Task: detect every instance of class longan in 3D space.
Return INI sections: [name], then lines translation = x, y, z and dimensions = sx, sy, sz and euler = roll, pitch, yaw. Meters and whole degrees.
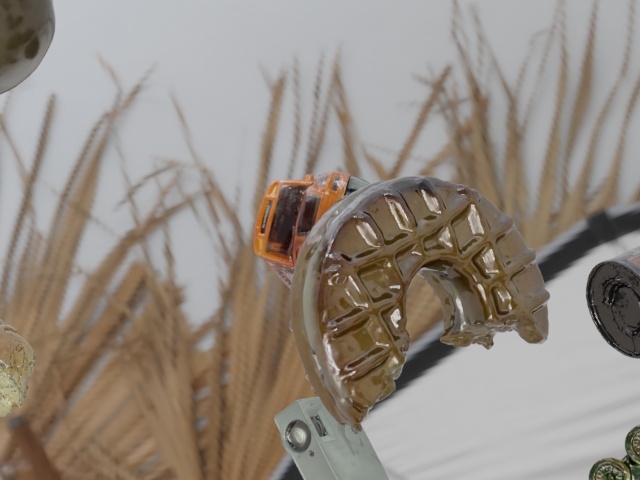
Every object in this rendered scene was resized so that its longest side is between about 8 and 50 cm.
[longan]
translation = -0.435, -0.272, 1.656
dimensions = 0.248, 0.248, 0.248
euler = -23, 90, -82

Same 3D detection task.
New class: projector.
[projector]
translation = 0.014, 0.280, 1.869
dimensions = 0.115, 0.061, 0.147
euler = 2, 55, -58

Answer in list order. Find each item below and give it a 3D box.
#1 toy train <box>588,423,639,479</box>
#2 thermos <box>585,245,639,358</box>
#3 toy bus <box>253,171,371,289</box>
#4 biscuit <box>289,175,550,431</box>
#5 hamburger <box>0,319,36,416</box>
[toy train]
translation = 0.407, 0.268, 1.635
dimensions = 0.137, 0.225, 0.090
euler = 48, 6, 20
[thermos]
translation = 0.442, 0.006, 1.549
dimensions = 0.109, 0.330, 0.136
euler = -25, -94, 62
[toy bus]
translation = 0.000, 0.000, 1.987
dimensions = 0.329, 0.153, 0.143
euler = 55, 48, -75
[biscuit]
translation = 0.116, 0.053, 1.739
dimensions = 0.115, 0.366, 0.268
euler = -18, -86, 54
[hamburger]
translation = -0.340, 0.094, 1.338
dimensions = 0.102, 0.176, 0.087
euler = -61, 151, -48
